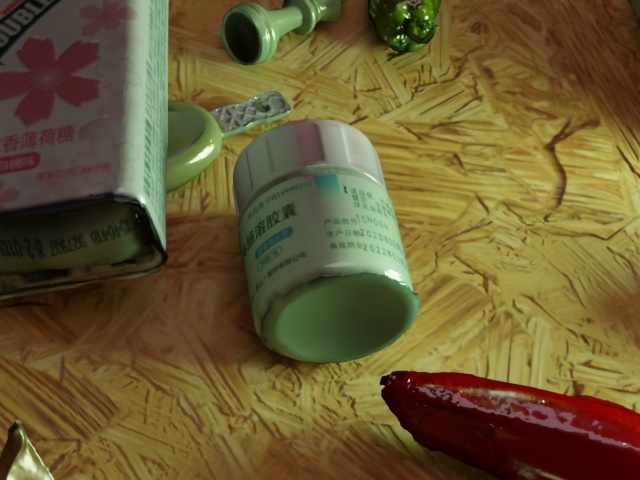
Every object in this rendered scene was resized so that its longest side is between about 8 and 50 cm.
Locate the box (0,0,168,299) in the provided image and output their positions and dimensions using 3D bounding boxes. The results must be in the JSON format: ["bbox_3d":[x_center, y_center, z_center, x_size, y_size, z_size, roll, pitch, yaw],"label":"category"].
[{"bbox_3d":[-0.221,-0.120,1.491,0.190,0.112,0.370,-9,51,9],"label":"box"}]

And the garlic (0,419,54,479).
[{"bbox_3d":[-0.204,0.246,1.221,0.115,0.128,0.207,-30,48,12],"label":"garlic"}]

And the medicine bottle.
[{"bbox_3d":[0.000,0.000,1.471,0.135,0.135,0.168,2,51,-16],"label":"medicine bottle"}]

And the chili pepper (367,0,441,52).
[{"bbox_3d":[0.080,-0.226,1.726,0.072,0.073,0.204,0,38,5],"label":"chili pepper"}]

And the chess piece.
[{"bbox_3d":[-0.024,-0.211,1.697,0.149,0.059,0.059,-27,63,-41],"label":"chess piece"}]

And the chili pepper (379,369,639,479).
[{"bbox_3d":[0.228,0.176,1.414,0.387,0.110,0.110,19,48,1],"label":"chili pepper"}]

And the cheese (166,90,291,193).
[{"bbox_3d":[-0.109,-0.096,1.580,0.192,0.037,0.097,-21,60,-31],"label":"cheese"}]

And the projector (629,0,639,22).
[{"bbox_3d":[0.387,-0.250,1.715,0.079,0.257,0.259,-3,52,-20],"label":"projector"}]
